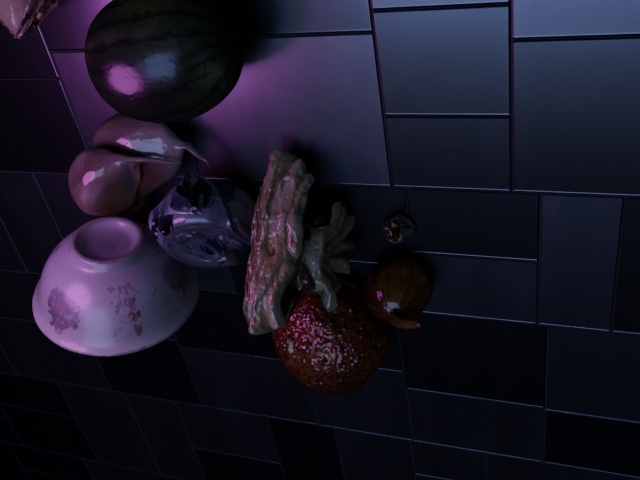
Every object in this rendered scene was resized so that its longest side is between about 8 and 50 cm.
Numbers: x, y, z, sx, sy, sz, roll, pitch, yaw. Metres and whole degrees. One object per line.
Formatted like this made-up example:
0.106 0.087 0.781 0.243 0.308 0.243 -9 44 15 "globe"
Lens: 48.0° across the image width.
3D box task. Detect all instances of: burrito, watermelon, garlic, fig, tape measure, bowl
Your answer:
-0.716 -0.629 1.565 0.332 0.135 0.190 45 127 -12 "burrito"
-0.333 -0.385 1.497 0.359 0.279 0.279 0 126 22 "watermelon"
-0.473 -0.175 1.763 0.339 0.231 0.246 -15 117 38 "garlic"
0.182 0.146 1.753 0.175 0.207 0.175 9 138 8 "fig"
-0.287 -0.036 1.796 0.275 0.147 0.256 23 143 -30 "tape measure"
-0.532 0.066 1.839 0.434 0.435 0.196 15 132 12 "bowl"

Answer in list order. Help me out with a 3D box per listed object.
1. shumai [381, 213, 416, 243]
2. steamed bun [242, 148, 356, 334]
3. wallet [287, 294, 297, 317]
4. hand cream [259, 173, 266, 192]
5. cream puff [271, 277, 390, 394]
0.180 -0.016 1.707 0.083 0.080 0.082 19 133 5 "shumai"
-0.037 0.022 1.698 0.189 0.428 0.247 7 173 23 "steamed bun"
-0.099 0.089 1.848 0.121 0.031 0.232 27 101 33 "wallet"
-0.119 -0.028 1.790 0.095 0.059 0.276 24 119 49 "hand cream"
0.017 0.274 1.915 0.350 0.229 0.351 14 132 16 "cream puff"
